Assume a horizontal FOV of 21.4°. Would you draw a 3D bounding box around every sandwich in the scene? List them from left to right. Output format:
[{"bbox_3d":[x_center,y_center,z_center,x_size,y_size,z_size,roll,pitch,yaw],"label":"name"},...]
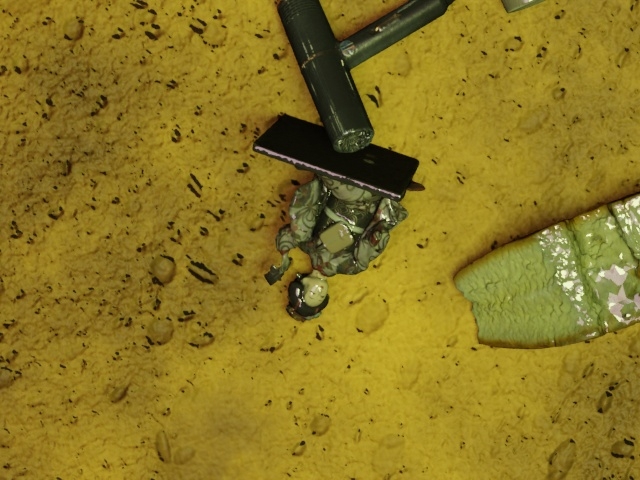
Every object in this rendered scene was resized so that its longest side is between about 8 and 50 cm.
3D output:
[{"bbox_3d":[0.254,0.040,1.673,0.235,0.128,0.122,-22,87,9],"label":"sandwich"}]

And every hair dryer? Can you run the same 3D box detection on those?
[{"bbox_3d":[0.074,-0.193,1.678,0.195,0.050,0.173,-19,68,-1],"label":"hair dryer"}]

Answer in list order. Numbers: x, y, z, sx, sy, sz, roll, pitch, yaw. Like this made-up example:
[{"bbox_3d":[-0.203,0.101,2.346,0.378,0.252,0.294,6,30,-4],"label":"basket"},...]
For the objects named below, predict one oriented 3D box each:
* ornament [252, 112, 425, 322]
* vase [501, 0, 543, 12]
[{"bbox_3d":[0.000,0.000,1.699,0.166,0.153,0.196,19,109,5],"label":"ornament"},{"bbox_3d":[0.191,-0.280,1.671,0.053,0.053,0.101,-21,91,10],"label":"vase"}]
